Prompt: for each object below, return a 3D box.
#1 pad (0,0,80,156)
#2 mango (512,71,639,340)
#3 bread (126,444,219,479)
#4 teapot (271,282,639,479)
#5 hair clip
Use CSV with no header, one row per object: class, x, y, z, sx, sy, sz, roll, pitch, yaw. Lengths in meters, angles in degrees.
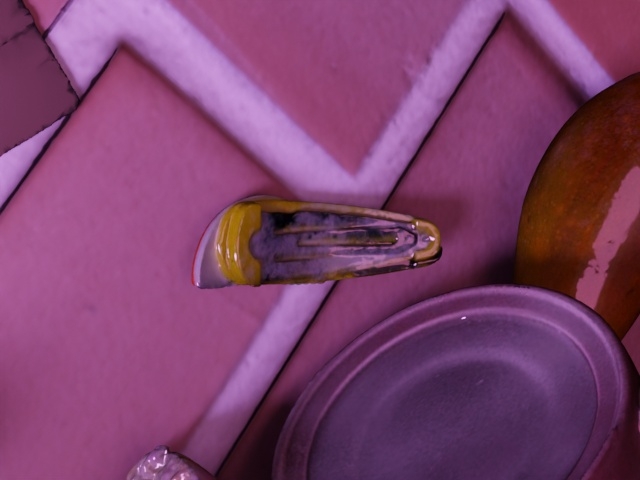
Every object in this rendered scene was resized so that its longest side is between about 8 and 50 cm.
pad,-0.248,-0.136,0.569,0.164,0.004,0.243,-36,113,-24
mango,0.213,-0.022,0.819,0.133,0.111,0.267,39,77,-46
bread,-0.068,0.257,0.645,0.156,0.158,0.260,-12,104,-35
teapot,0.174,0.205,0.717,0.312,0.315,0.233,58,33,-32
hair clip,0.000,0.000,0.730,0.188,0.033,0.060,0,94,-31
